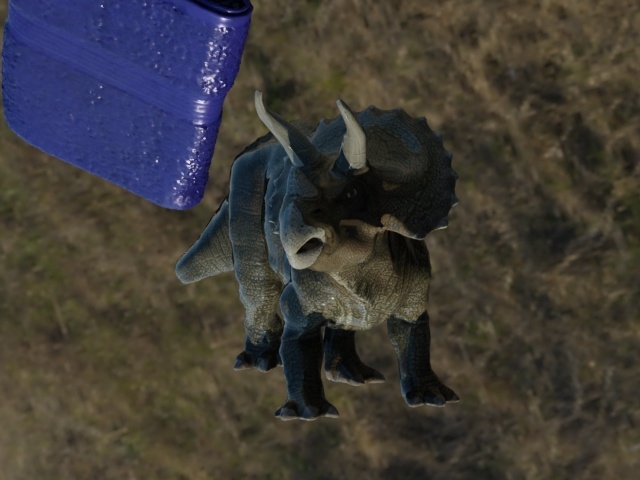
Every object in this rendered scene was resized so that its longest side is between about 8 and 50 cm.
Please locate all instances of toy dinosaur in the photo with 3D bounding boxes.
[{"bbox_3d":[0.000,0.000,0.704,0.313,0.121,0.160,-153,62,-74],"label":"toy dinosaur"}]

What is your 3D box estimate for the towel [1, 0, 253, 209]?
[{"bbox_3d":[-0.184,-0.170,1.252,0.228,0.076,0.308,26,145,3],"label":"towel"}]
